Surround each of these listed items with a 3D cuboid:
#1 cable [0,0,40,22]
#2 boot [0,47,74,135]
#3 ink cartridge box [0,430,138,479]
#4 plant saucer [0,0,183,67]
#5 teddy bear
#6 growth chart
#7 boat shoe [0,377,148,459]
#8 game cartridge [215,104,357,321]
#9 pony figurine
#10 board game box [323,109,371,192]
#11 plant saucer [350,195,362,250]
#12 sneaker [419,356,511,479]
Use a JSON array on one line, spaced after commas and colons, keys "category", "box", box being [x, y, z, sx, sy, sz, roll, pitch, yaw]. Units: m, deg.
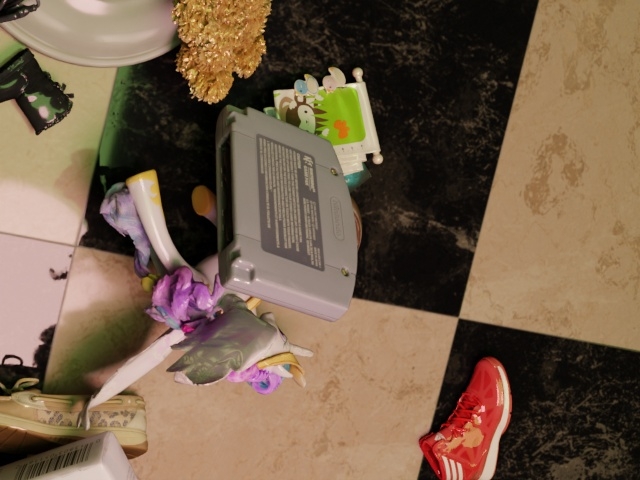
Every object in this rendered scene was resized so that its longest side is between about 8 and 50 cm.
[{"category": "cable", "box": [-0.441, -0.333, 1.339, 0.184, 0.047, 0.151, -9, 116, 7]}, {"category": "boot", "box": [-0.393, -0.182, 1.436, 0.121, 0.045, 0.099, -43, 118, -15]}, {"category": "ink cartridge box", "box": [-0.349, 0.474, 1.481, 0.308, 0.091, 0.385, -20, 109, 7]}, {"category": "plant saucer", "box": [-0.276, -0.425, 1.418, 0.400, 0.100, 0.401, -5, 102, -26]}, {"category": "teddy bear", "box": [-0.117, -0.339, 1.436, 0.245, 0.113, 0.338, -28, 136, -53]}, {"category": "growth chart", "box": [-0.009, -0.158, 1.608, 0.237, 0.021, 0.172, -24, 97, -32]}, {"category": "boat shoe", "box": [-0.373, 0.242, 1.504, 0.285, 0.104, 0.089, 17, 58, -34]}, {"category": "game cartridge", "box": [-0.044, -0.036, 1.458, 0.198, 0.062, 0.297, 24, 44, -32]}, {"category": "pony figurine", "box": [-0.165, 0.078, 1.473, 0.351, 0.302, 0.363, -24, 97, -50]}, {"category": "board game box", "box": [-0.025, -0.095, 1.650, 0.186, 0.026, 0.126, -39, 115, -16]}, {"category": "plant saucer", "box": [0.000, 0.000, 1.658, 0.168, 0.029, 0.168, -14, 118, -29]}, {"category": "sneaker", "box": [0.240, 0.305, 1.829, 0.128, 0.087, 0.221, 0, 98, -29]}]
